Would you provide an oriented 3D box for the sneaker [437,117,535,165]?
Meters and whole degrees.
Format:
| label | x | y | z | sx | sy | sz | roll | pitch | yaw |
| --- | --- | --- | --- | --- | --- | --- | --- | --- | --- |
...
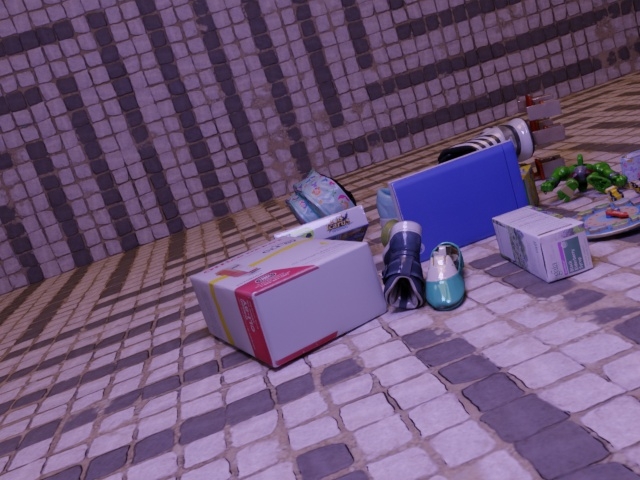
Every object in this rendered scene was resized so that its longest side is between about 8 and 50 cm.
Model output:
| label | x | y | z | sx | sy | sz | roll | pitch | yaw |
| --- | --- | --- | --- | --- | --- | --- | --- | --- | --- |
| sneaker | 0.460 | -0.258 | 2.001 | 0.258 | 0.169 | 0.447 | -17 | -4 | -8 |

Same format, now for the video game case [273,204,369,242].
| label | x | y | z | sx | sy | sz | roll | pitch | yaw |
| --- | --- | --- | --- | --- | --- | --- | --- | --- | --- |
| video game case | 0.000 | 0.000 | 1.747 | 0.244 | 0.061 | 0.269 | -18 | -12 | -5 |

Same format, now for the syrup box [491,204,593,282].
| label | x | y | z | sx | sy | sz | roll | pitch | yaw |
| --- | --- | --- | --- | --- | --- | --- | --- | --- | --- |
| syrup box | 0.441 | 0.001 | 1.278 | 0.096 | 0.093 | 0.237 | -19 | 12 | -3 |

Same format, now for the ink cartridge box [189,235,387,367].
| label | x | y | z | sx | sy | sz | roll | pitch | yaw |
| --- | --- | --- | --- | --- | --- | --- | --- | --- | --- |
| ink cartridge box | -0.086 | 0.113 | 1.389 | 0.279 | 0.160 | 0.385 | -24 | 13 | -26 |

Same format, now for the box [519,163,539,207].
| label | x | y | z | sx | sy | sz | roll | pitch | yaw |
| --- | --- | --- | --- | --- | --- | --- | --- | --- | --- |
| box | 0.547 | -0.136 | 1.687 | 0.043 | 0.105 | 0.179 | -10 | 14 | 30 |

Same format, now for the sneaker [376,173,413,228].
| label | x | y | z | sx | sy | sz | roll | pitch | yaw |
| --- | --- | --- | --- | --- | --- | --- | --- | --- | --- |
| sneaker | 0.319 | -0.129 | 1.874 | 0.366 | 0.150 | 0.135 | -10 | 16 | 32 |

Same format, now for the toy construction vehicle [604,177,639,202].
| label | x | y | z | sx | sy | sz | roll | pitch | yaw |
| --- | --- | --- | --- | --- | --- | --- | --- | --- | --- |
| toy construction vehicle | 0.730 | -0.115 | 1.517 | 0.086 | 0.035 | 0.098 | -27 | 8 | 11 |

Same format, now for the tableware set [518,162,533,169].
| label | x | y | z | sx | sy | sz | roll | pitch | yaw |
| --- | --- | --- | --- | --- | --- | --- | --- | --- | --- |
| tableware set | 0.635 | -0.277 | 2.123 | 0.104 | 0.154 | 0.024 | 3 | 67 | 63 |

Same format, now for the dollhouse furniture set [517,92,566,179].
| label | x | y | z | sx | sy | sz | roll | pitch | yaw |
| --- | --- | --- | --- | --- | --- | --- | --- | --- | --- |
| dollhouse furniture set | 0.661 | -0.319 | 1.950 | 0.135 | 0.259 | 0.262 | -12 | 14 | 14 |

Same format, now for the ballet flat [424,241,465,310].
| label | x | y | z | sx | sy | sz | roll | pitch | yaw |
| --- | --- | --- | --- | --- | --- | --- | --- | --- | --- |
| ballet flat | 0.251 | 0.061 | 1.305 | 0.083 | 0.087 | 0.247 | -14 | 14 | 17 |

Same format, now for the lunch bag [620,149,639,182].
| label | x | y | z | sx | sy | sz | roll | pitch | yaw |
| --- | --- | --- | --- | --- | --- | --- | --- | --- | --- |
| lunch bag | 0.811 | -0.192 | 1.626 | 0.083 | 0.071 | 0.053 | -20 | 14 | -5 |

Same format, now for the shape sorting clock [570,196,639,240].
| label | x | y | z | sx | sy | sz | roll | pitch | yaw |
| --- | --- | --- | --- | --- | --- | --- | --- | --- | --- |
| shape sorting clock | 0.625 | -0.052 | 1.363 | 0.206 | 0.040 | 0.206 | -17 | 12 | 4 |

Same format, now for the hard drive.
| label | x | y | z | sx | sy | sz | roll | pitch | yaw |
| --- | --- | --- | --- | --- | --- | --- | --- | --- | --- |
| hard drive | 0.344 | -0.094 | 1.547 | 0.319 | 0.210 | 0.040 | -20 | 13 | -7 |

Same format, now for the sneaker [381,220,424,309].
| label | x | y | z | sx | sy | sz | roll | pitch | yaw |
| --- | --- | --- | --- | --- | --- | --- | --- | --- | --- |
| sneaker | 0.172 | 0.082 | 1.338 | 0.086 | 0.163 | 0.226 | 1 | -27 | 6 |

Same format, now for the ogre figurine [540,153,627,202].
| label | x | y | z | sx | sy | sz | roll | pitch | yaw |
| --- | --- | --- | --- | --- | --- | --- | --- | --- | --- |
| ogre figurine | 0.682 | -0.165 | 1.647 | 0.197 | 0.097 | 0.118 | -24 | 20 | 31 |

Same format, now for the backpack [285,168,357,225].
| label | x | y | z | sx | sy | sz | roll | pitch | yaw |
| --- | --- | --- | --- | --- | --- | --- | --- | --- | --- |
| backpack | 0.017 | -0.104 | 2.046 | 0.191 | 0.225 | 0.253 | -44 | 23 | -10 |

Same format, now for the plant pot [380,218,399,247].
| label | x | y | z | sx | sy | sz | roll | pitch | yaw |
| --- | --- | --- | --- | --- | --- | --- | --- | --- | --- |
| plant pot | 0.218 | -0.009 | 1.698 | 0.083 | 0.083 | 0.079 | -27 | 27 | -33 |
